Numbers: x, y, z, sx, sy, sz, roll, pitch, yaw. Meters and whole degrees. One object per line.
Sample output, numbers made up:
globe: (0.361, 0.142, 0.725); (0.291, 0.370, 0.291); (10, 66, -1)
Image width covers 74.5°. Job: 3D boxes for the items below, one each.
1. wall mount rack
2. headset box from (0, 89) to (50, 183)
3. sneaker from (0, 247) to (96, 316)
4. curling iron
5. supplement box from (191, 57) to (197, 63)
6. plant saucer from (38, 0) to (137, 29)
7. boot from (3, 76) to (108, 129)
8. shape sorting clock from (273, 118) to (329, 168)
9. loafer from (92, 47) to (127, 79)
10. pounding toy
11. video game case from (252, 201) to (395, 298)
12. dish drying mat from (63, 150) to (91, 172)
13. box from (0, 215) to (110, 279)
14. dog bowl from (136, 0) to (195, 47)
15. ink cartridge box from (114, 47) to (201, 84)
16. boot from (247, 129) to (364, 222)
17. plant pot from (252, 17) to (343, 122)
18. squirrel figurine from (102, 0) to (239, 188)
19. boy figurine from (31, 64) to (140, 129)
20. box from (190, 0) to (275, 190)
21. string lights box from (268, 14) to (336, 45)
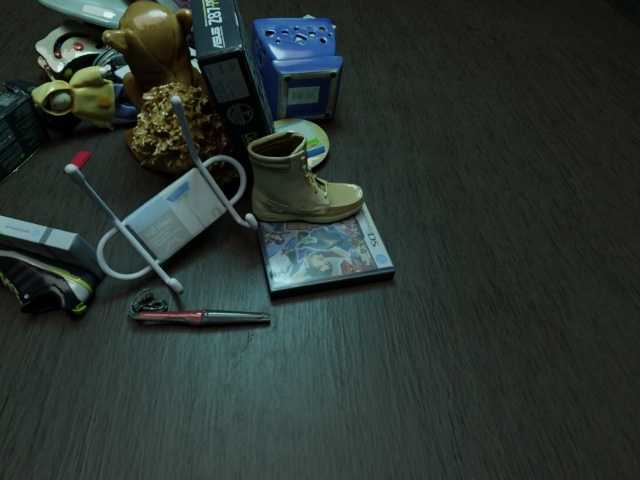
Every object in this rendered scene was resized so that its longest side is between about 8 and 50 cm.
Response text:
wall mount rack: (-0.284, -0.078, 0.798); (0.350, 0.304, 0.130); (-44, 33, -20)
headset box: (-0.873, -0.257, 1.006); (0.283, 0.131, 0.246); (13, 50, 5)
sneaker: (-0.547, 0.084, 0.789); (0.234, 0.084, 0.097); (12, 51, 3)
curling iron: (-0.233, 0.136, 0.813); (0.274, 0.035, 0.068); (5, 50, -2)
supplement box: (-0.413, -0.551, 1.369); (0.062, 0.036, 0.098); (31, 54, 19)
plant saucer: (-0.683, -0.763, 1.374); (0.400, 0.100, 0.400); (13, 25, -6)
boot: (-0.750, -0.421, 1.181); (0.207, 0.094, 0.246); (15, 56, 1)
shape sorting clock: (-0.080, -0.262, 1.162); (0.206, 0.040, 0.206); (0, 53, 1)
loafer: (-0.586, -0.575, 1.336); (0.084, 0.096, 0.267); (32, 52, 12)
pounding toy: (-0.752, -0.575, 1.330); (0.154, 0.155, 0.269); (35, 60, -14)
video game case: (0.000, 0.000, 0.955); (0.275, 0.035, 0.248); (-8, 52, -13)
dish drying mat: (-0.616, -0.199, 1.067); (0.032, 0.008, 0.083); (9, 50, 2)
box: (-0.526, 0.014, 0.808); (0.186, 0.145, 0.038); (14, 63, 4)
dog bowl: (-0.491, -0.816, 1.384); (0.150, 0.408, 0.408); (-42, 56, 14)
ink cartridge box: (-0.441, -0.493, 1.288); (0.275, 0.060, 0.239); (33, 59, 19)
boot: (-0.023, -0.137, 0.911); (0.262, 0.203, 0.095); (-2, 51, -6)
plant pot: (-0.065, -0.483, 1.233); (0.236, 0.236, 0.212); (-10, 58, -15)
squirrel figurine: (-0.323, -0.317, 0.959); (0.281, 0.370, 0.397); (-21, 58, -18)
boy figurine: (-0.580, -0.373, 1.096); (0.285, 0.177, 0.092); (-5, 47, -36)
box: (-0.176, -0.338, 0.954); (0.097, 0.395, 0.318); (-13, 58, 1)
string lights box: (-0.068, -0.717, 1.523); (0.133, 0.077, 0.260); (29, 53, 15)
